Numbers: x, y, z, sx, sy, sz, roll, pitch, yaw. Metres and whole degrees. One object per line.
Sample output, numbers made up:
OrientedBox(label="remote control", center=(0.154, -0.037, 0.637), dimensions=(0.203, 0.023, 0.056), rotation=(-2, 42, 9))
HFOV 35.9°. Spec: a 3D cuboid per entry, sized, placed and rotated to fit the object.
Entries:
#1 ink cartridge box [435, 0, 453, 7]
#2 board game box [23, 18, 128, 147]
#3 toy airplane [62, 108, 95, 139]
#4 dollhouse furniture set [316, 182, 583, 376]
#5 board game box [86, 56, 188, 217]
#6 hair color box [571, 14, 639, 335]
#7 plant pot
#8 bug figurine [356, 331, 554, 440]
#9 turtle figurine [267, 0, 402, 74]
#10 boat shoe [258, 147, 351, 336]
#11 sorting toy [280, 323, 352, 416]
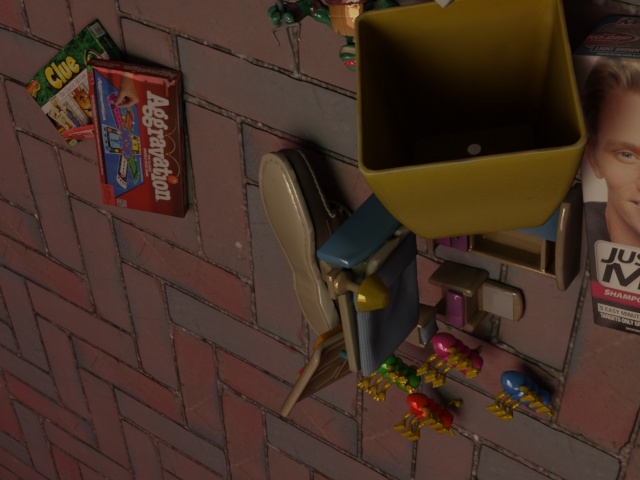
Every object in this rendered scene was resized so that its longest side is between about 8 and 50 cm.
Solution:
OrientedBox(label="ink cartridge box", center=(0.149, -0.347, 0.969), dimensions=(0.128, 0.127, 0.176), rotation=(45, 141, 2))
OrientedBox(label="board game box", center=(-0.392, -0.253, 1.633), dimensions=(0.259, 0.030, 0.136), rotation=(-23, 105, 50))
OrientedBox(label="toy airplane", center=(-0.343, -0.166, 1.634), dimensions=(0.151, 0.028, 0.151), rotation=(9, 142, 7))
OrientedBox(label="dollhouse furniture set", center=(0.159, 0.080, 1.200), dimensions=(0.198, 0.303, 0.286), rotation=(19, 135, 31))
OrientedBox(label="board game box", center=(-0.288, -0.157, 1.581), dimensions=(0.145, 0.027, 0.281), rotation=(9, 134, 5))
OrientedBox(label="hair color box", center=(0.374, -0.054, 1.044), dimensions=(0.173, 0.105, 0.347), rotation=(11, 130, 36))
OrientedBox(label="plant pot", center=(0.157, -0.114, 1.042), dimensions=(0.212, 0.212, 0.187), rotation=(-6, 147, 10))
OrientedBox(label="bug figurine", center=(0.194, 0.213, 1.441), dimensions=(0.216, 0.072, 0.279), rotation=(39, 142, -25))
OrientedBox(label="turtle figurine", center=(0.027, -0.280, 1.153), dimensions=(0.175, 0.118, 0.234), rotation=(0, 108, 23))
OrientedBox(label="boat shoe", center=(0.000, 0.000, 1.443), dimensions=(0.116, 0.096, 0.324), rotation=(27, 141, 53))
OrientedBox(label="sorting toy", center=(0.035, 0.162, 1.466), dimensions=(0.038, 0.208, 0.193), rotation=(49, 144, 17))
